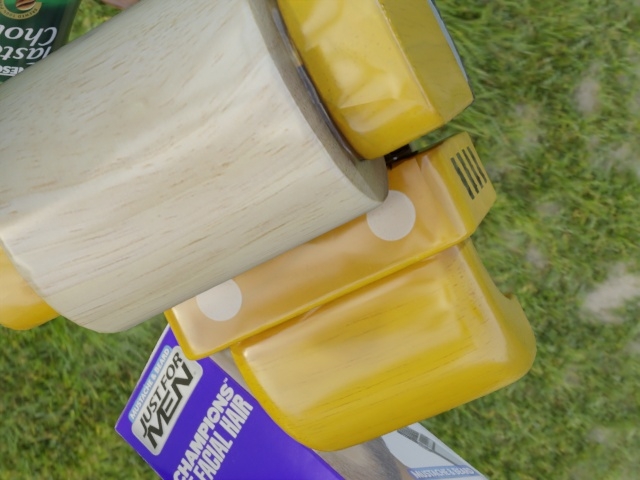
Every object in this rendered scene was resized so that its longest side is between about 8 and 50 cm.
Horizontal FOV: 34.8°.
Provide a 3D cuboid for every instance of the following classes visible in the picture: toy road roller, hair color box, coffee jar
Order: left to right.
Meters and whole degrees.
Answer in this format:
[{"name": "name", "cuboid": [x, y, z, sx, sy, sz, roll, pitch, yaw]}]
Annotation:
[{"name": "coffee jar", "cuboid": [-0.191, -0.154, 0.625, 0.096, 0.079, 0.184, -3, 148, -28]}, {"name": "toy road roller", "cuboid": [0.000, 0.000, 0.518, 0.202, 0.329, 0.241, -26, 92, 17]}, {"name": "hair color box", "cuboid": [0.028, 0.193, 0.750, 0.185, 0.339, 0.110, 12, 109, -55]}]
